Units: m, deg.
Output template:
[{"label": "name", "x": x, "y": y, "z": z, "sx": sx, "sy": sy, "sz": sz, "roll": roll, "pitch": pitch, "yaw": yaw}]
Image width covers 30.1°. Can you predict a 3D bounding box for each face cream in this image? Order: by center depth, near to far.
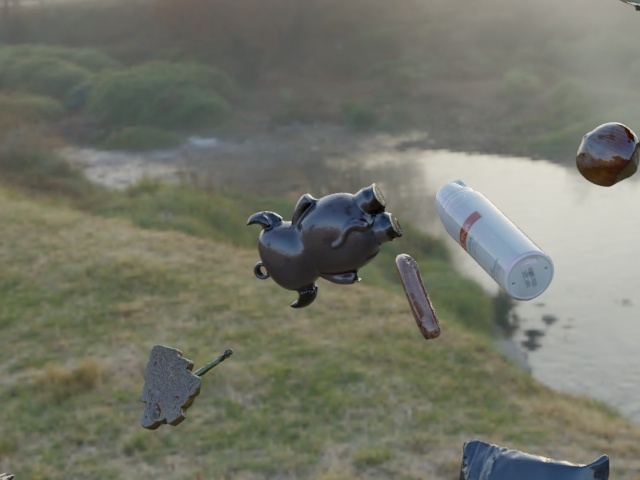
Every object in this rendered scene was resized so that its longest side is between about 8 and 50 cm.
[{"label": "face cream", "x": 0.301, "y": -0.012, "z": 2.162, "sx": 0.102, "sy": 0.102, "sz": 0.345, "roll": -8, "pitch": 27, "yaw": -17}]

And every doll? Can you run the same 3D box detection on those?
[{"label": "doll", "x": 0.001, "y": 0.000, "z": 1.979, "sx": 0.257, "sy": 0.182, "sz": 0.117, "roll": -27, "pitch": 5, "yaw": 24}]

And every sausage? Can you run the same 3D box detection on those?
[{"label": "sausage", "x": 0.168, "y": 0.092, "z": 2.079, "sx": 0.043, "sy": 0.043, "sz": 0.186, "roll": -7, "pitch": 50, "yaw": -15}]

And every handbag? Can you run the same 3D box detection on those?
[{"label": "handbag", "x": 0.249, "y": 0.382, "z": 1.474, "sx": 0.211, "sy": 0.254, "sz": 0.088, "roll": 0, "pitch": -12, "yaw": 39}]

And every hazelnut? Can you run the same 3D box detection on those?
[{"label": "hazelnut", "x": 0.380, "y": -0.113, "z": 1.570, "sx": 0.086, "sy": 0.086, "sz": 0.086, "roll": -3, "pitch": 14, "yaw": 1}]

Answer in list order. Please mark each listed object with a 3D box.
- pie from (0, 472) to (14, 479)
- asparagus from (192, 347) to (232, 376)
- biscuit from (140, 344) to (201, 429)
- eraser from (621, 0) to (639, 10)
[{"label": "pie", "x": -0.426, "y": 0.335, "z": 1.335, "sx": 0.218, "sy": 0.054, "sz": 0.204, "roll": -27, "pitch": 11, "yaw": 11}, {"label": "asparagus", "x": -0.215, "y": 0.241, "z": 2.255, "sx": 0.127, "sy": 0.015, "sz": 0.018, "roll": -35, "pitch": -18, "yaw": 16}, {"label": "biscuit", "x": -0.210, "y": 0.197, "z": 1.649, "sx": 0.119, "sy": 0.130, "sz": 0.019, "roll": -37, "pitch": -39, "yaw": 23}, {"label": "eraser", "x": 0.565, "y": -0.355, "z": 1.657, "sx": 0.189, "sy": 0.104, "sz": 0.290, "roll": -2, "pitch": 17, "yaw": -23}]
